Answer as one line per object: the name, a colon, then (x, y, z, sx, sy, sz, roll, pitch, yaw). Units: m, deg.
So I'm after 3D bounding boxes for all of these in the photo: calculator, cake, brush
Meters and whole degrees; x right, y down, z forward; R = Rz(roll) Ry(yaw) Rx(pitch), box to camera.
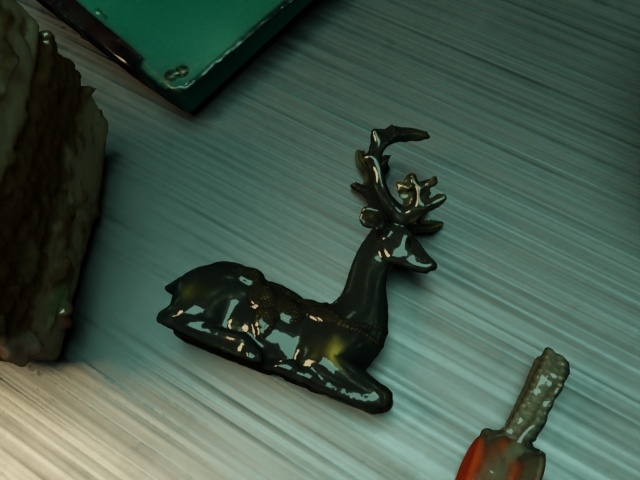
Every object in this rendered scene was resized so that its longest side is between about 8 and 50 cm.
calculator: (-0.136, -0.275, 0.761, 0.274, 0.058, 0.248, 38, 76, 20)
cake: (-0.339, -0.050, 0.553, 0.282, 0.290, 0.255, 3, 65, 8)
brush: (0.098, 0.214, 0.510, 0.051, 0.070, 0.323, 25, 68, 15)

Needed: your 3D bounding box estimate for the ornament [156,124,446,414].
ornament: (0.000, 0.000, 0.612, 0.202, 0.080, 0.236, 20, 72, 11)
